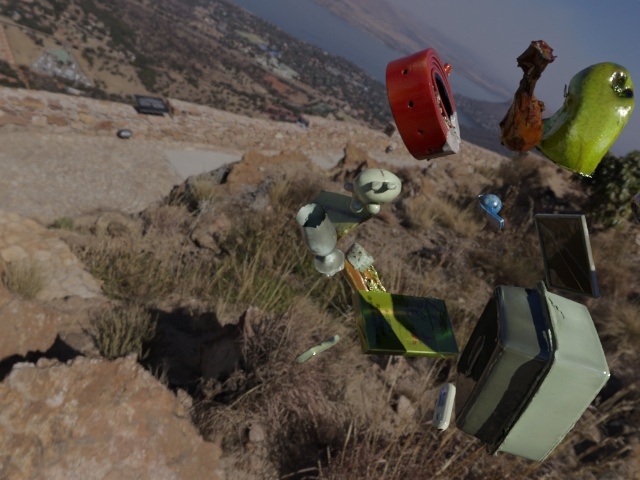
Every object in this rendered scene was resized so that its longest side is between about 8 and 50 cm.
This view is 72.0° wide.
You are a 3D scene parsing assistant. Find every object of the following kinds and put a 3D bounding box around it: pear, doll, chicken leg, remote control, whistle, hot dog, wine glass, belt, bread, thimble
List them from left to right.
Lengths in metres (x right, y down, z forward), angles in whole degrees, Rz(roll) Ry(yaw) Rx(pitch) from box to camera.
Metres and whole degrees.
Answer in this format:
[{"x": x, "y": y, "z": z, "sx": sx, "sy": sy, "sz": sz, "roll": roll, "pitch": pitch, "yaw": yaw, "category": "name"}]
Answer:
[{"x": -0.007, "y": 0.440, "z": 1.789, "sx": 0.038, "sy": 0.098, "sz": 0.233, "roll": 59, "pitch": 26, "yaw": 13, "category": "remote control"}, {"x": 0.000, "y": 0.000, "z": 1.239, "sx": 0.103, "sy": 0.103, "sz": 0.222, "roll": 60, "pitch": -5, "yaw": 41, "category": "wine glass"}, {"x": 0.064, "y": -0.123, "z": 1.993, "sx": 0.245, "sy": 0.362, "sz": 0.233, "roll": 44, "pitch": 73, "yaw": -3, "category": "bread"}, {"x": 0.119, "y": 0.055, "z": 1.368, "sx": 0.084, "sy": 0.062, "sz": 0.110, "roll": 40, "pitch": 6, "yaw": -5, "category": "thimble"}, {"x": 0.208, "y": 0.200, "z": 1.826, "sx": 0.135, "sy": 0.100, "sz": 0.337, "roll": -22, "pitch": 82, "yaw": -47, "category": "hot dog"}, {"x": 0.152, "y": -0.156, "z": 1.296, "sx": 0.155, "sy": 0.113, "sz": 0.275, "roll": 4, "pitch": -9, "yaw": -6, "category": "doll"}, {"x": 0.280, "y": -0.343, "z": 1.152, "sx": 0.324, "sy": 0.115, "sz": 0.227, "roll": 43, "pitch": 49, "yaw": -49, "category": "belt"}, {"x": 0.544, "y": 0.730, "z": 1.946, "sx": 0.042, "sy": 0.078, "sz": 0.221, "roll": 41, "pitch": 51, "yaw": -16, "category": "remote control"}, {"x": 0.657, "y": -0.123, "z": 1.675, "sx": 0.090, "sy": 0.090, "sz": 0.158, "roll": 1, "pitch": 39, "yaw": -43, "category": "whistle"}, {"x": 0.529, "y": -0.357, "z": 1.136, "sx": 0.113, "sy": 0.304, "sz": 0.093, "roll": 6, "pitch": 46, "yaw": 18, "category": "chicken leg"}, {"x": 0.712, "y": -0.336, "z": 1.182, "sx": 0.164, "sy": 0.255, "sz": 0.238, "roll": 23, "pitch": 42, "yaw": 3, "category": "pear"}]

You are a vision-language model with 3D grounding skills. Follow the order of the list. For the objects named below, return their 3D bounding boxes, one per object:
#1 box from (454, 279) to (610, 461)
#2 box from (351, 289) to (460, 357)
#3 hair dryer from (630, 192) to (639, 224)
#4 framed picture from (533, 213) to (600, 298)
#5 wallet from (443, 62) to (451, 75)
[{"x": 0.358, "y": 0.232, "z": 0.792, "sx": 0.166, "sy": 0.290, "sz": 0.220, "roll": 16, "pitch": 33, "yaw": 8, "category": "box"}, {"x": 0.240, "y": 0.235, "z": 1.227, "sx": 0.311, "sy": 0.043, "sz": 0.173, "roll": 10, "pitch": 54, "yaw": -26, "category": "box"}, {"x": 1.084, "y": -0.112, "z": 1.425, "sx": 0.344, "sy": 0.189, "sz": 0.106, "roll": -2, "pitch": 78, "yaw": -70, "category": "hair dryer"}, {"x": 0.600, "y": 0.033, "z": 1.080, "sx": 0.015, "sy": 0.203, "sz": 0.150, "roll": -17, "pitch": 8, "yaw": -13, "category": "framed picture"}, {"x": 0.449, "y": -0.607, "z": 1.785, "sx": 0.045, "sy": 0.204, "sz": 0.142, "roll": 38, "pitch": 6, "yaw": 5, "category": "wallet"}]
